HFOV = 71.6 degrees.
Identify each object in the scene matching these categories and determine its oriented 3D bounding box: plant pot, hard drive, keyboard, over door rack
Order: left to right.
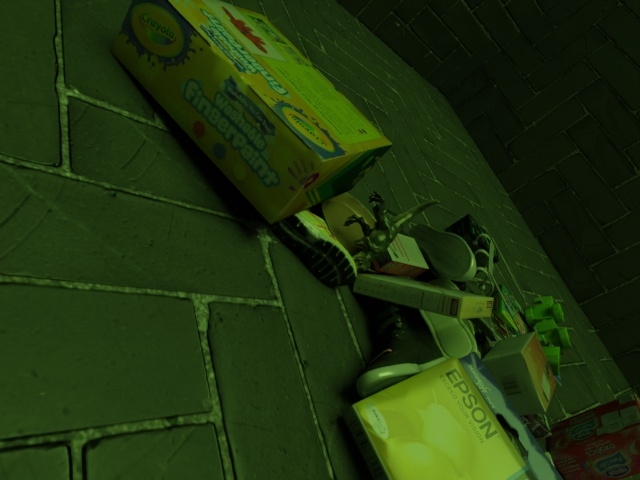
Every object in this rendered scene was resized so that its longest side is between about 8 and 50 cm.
[{"bbox_3d":[0.079,-0.019,1.054,0.236,0.032,0.237,34,34,-27],"label":"plant pot"},{"bbox_3d":[0.201,-0.031,1.241,0.094,0.022,0.135,23,41,-40],"label":"hard drive"},{"bbox_3d":[0.367,0.161,1.166,0.256,0.014,0.072,52,-6,44],"label":"keyboard"},{"bbox_3d":[0.581,0.163,1.421,0.324,0.108,0.240,48,36,-9],"label":"over door rack"}]

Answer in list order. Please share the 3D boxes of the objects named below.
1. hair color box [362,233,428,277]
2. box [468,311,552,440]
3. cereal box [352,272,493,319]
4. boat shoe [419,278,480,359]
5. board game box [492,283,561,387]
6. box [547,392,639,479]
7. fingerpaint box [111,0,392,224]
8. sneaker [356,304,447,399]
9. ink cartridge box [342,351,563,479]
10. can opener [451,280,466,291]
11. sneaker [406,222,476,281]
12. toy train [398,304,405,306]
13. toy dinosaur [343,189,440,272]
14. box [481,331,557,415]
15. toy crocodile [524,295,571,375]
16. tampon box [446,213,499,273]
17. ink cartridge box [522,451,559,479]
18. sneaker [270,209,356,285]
[{"bbox_3d":[0.180,0.031,1.053,0.167,0.053,0.093,15,46,-48],"label":"hair color box"},{"bbox_3d":[0.477,0.333,1.179,0.242,0.076,0.308,40,32,-19],"label":"box"},{"bbox_3d":[0.211,0.112,0.917,0.172,0.240,0.048,9,90,-51],"label":"cereal box"},{"bbox_3d":[0.305,0.205,1.059,0.305,0.109,0.091,-87,156,-60],"label":"boat shoe"},{"bbox_3d":[0.705,0.324,1.531,0.317,0.046,0.213,50,29,-3],"label":"board game box"},{"bbox_3d":[0.738,0.525,1.151,0.123,0.256,0.128,51,30,2],"label":"box"},{"bbox_3d":[-0.111,-0.275,0.894,0.445,0.163,0.371,46,29,7],"label":"fingerpaint box"},{"bbox_3d":[0.127,0.199,0.829,0.295,0.104,0.147,8,46,-54],"label":"sneaker"},{"bbox_3d":[0.235,0.345,0.687,0.306,0.072,0.304,-17,60,-25],"label":"ink cartridge box"},{"bbox_3d":[0.413,0.088,1.373,0.059,0.073,0.186,32,26,-17],"label":"can opener"},{"bbox_3d":[0.366,0.059,1.216,0.169,0.108,0.292,40,7,-24],"label":"sneaker"},{"bbox_3d":[0.203,0.208,0.986,0.036,0.027,0.159,20,42,-37],"label":"toy train"},{"bbox_3d":[0.129,-0.037,0.973,0.268,0.064,0.118,-40,71,-18],"label":"toy dinosaur"},{"bbox_3d":[0.446,0.295,0.990,0.170,0.090,0.130,-10,77,-55],"label":"box"},{"bbox_3d":[0.753,0.300,1.467,0.105,0.115,0.341,63,29,-19],"label":"toy crocodile"},{"bbox_3d":[0.537,0.013,1.575,0.161,0.101,0.121,44,32,-15],"label":"tampon box"},{"bbox_3d":[0.392,0.471,0.827,0.198,0.115,0.067,56,21,-38],"label":"ink cartridge box"},{"bbox_3d":[0.000,0.000,0.878,0.208,0.081,0.094,47,28,-8],"label":"sneaker"}]
